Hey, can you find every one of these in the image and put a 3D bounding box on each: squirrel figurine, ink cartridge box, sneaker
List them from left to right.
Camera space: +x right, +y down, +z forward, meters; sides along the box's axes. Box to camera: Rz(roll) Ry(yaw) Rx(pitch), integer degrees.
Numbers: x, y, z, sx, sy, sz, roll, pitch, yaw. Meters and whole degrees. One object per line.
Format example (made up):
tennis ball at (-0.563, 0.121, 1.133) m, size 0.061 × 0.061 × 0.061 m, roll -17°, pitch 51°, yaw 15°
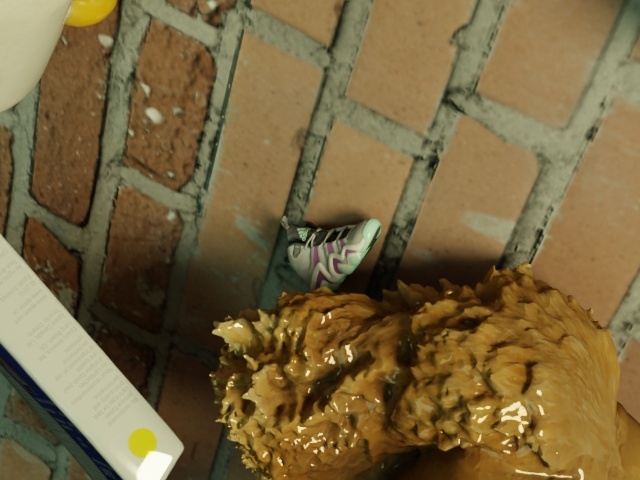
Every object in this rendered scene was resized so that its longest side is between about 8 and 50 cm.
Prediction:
ink cartridge box at (-0.212, 0.133, 1.145) m, size 0.307 × 0.072 × 0.303 m, roll 49°, pitch 162°, yaw -9°
sneaker at (0.000, 0.000, 1.018) m, size 0.069 × 0.038 × 0.098 m, roll 39°, pitch 135°, yaw 1°
squirrel figurine at (0.072, 0.204, 1.014) m, size 0.370 × 0.281 × 0.397 m, roll -10°, pitch 103°, yaw 49°

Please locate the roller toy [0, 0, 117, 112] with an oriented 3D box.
roller toy at (-0.269, -0.192, 0.944) m, size 0.209 × 0.191 × 0.146 m, roll 39°, pitch 134°, yaw 2°
